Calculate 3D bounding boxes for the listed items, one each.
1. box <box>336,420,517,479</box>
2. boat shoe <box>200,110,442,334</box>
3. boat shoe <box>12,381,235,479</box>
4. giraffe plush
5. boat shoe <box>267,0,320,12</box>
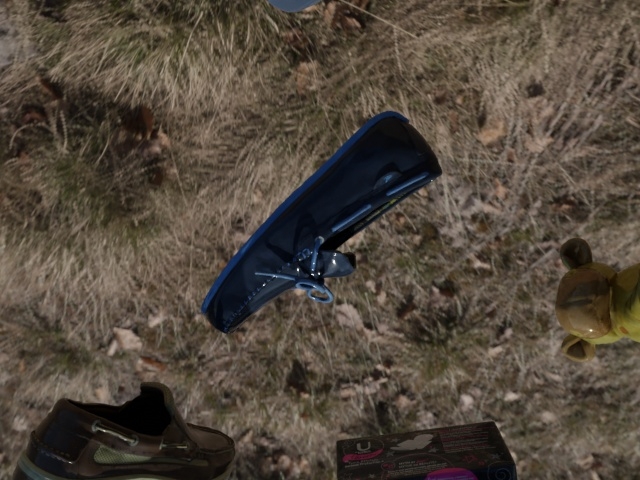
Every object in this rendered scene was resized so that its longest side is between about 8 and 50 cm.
[{"bbox_3d":[0.155,0.378,1.136,0.247,0.142,0.163,-8,103,3],"label":"box"},{"bbox_3d":[0.000,0.000,0.694,0.089,0.109,0.258,45,103,5],"label":"boat shoe"},{"bbox_3d":[-0.150,0.179,0.707,0.095,0.257,0.095,20,90,27],"label":"boat shoe"},{"bbox_3d":[0.322,0.061,0.812,0.210,0.170,0.181,40,62,-44],"label":"giraffe plush"},{"bbox_3d":[0.038,-0.167,0.377,0.076,0.228,0.080,-41,109,-21],"label":"boat shoe"}]
